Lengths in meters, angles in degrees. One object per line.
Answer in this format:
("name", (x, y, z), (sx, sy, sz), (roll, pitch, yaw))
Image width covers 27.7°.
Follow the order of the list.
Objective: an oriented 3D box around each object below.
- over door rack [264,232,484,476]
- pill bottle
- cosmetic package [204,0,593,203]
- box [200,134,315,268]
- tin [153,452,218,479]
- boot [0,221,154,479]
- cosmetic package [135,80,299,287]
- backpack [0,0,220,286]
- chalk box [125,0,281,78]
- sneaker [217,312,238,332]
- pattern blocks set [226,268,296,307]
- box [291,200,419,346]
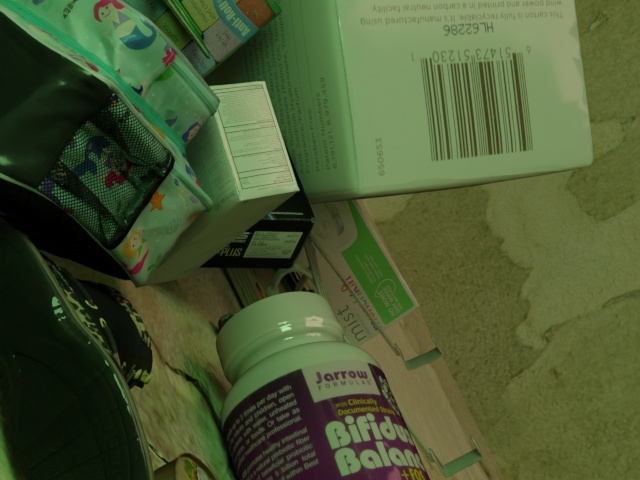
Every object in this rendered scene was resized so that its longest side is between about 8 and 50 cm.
("over door rack", (0.044, 0.142, 1.602), (0.324, 0.108, 0.239), (41, 17, -30))
("pill bottle", (0.003, 0.203, 1.231), (0.169, 0.169, 0.301), (46, 17, -58))
("cosmetic package", (0.052, -0.213, 1.518), (0.394, 0.330, 0.327), (-4, -86, 58))
("box", (-0.116, -0.050, 1.322), (0.180, 0.077, 0.147), (1, 47, -27))
("tin", (-0.090, 0.250, 1.003), (0.106, 0.040, 0.189), (58, 8, -41))
("boot", (-0.155, 0.104, 0.912), (0.236, 0.085, 0.178), (58, 6, 20))
("cosmetic package", (-0.105, -0.042, 1.107), (0.239, 0.060, 0.098), (-33, -111, 56))
("backpack", (-0.191, -0.086, 0.961), (0.225, 0.191, 0.253), (34, -14, 31))
("chalk box", (-0.178, -0.259, 1.319), (0.289, 0.179, 0.180), (34, -17, 54))
("sneaker", (-0.075, 0.132, 1.438), (0.119, 0.047, 0.057), (55, 22, -27))
("pattern blocks set", (-0.068, 0.082, 1.659), (0.285, 0.026, 0.325), (66, 10, 27))
("box", (0.000, 0.000, 1.850), (0.262, 0.127, 0.231), (59, -5, -12))
